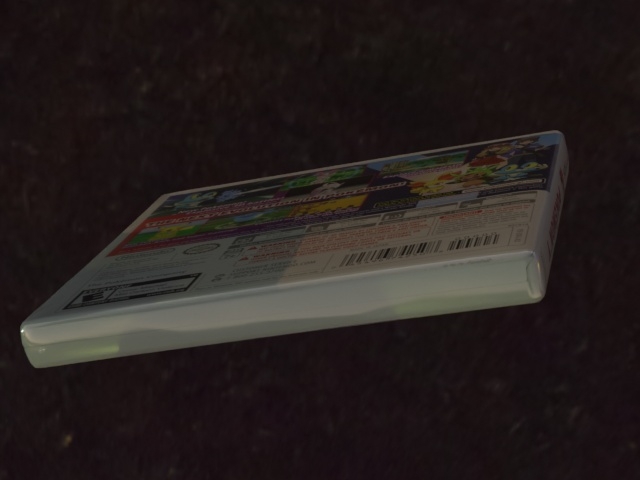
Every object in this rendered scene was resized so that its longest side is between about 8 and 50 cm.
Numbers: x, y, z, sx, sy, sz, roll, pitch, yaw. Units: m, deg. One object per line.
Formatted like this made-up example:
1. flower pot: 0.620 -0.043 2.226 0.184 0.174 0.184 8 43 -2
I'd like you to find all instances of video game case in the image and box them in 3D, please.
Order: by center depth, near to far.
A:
1. video game case: 0.000 0.000 0.626 0.201 0.023 0.183 -9 16 15
